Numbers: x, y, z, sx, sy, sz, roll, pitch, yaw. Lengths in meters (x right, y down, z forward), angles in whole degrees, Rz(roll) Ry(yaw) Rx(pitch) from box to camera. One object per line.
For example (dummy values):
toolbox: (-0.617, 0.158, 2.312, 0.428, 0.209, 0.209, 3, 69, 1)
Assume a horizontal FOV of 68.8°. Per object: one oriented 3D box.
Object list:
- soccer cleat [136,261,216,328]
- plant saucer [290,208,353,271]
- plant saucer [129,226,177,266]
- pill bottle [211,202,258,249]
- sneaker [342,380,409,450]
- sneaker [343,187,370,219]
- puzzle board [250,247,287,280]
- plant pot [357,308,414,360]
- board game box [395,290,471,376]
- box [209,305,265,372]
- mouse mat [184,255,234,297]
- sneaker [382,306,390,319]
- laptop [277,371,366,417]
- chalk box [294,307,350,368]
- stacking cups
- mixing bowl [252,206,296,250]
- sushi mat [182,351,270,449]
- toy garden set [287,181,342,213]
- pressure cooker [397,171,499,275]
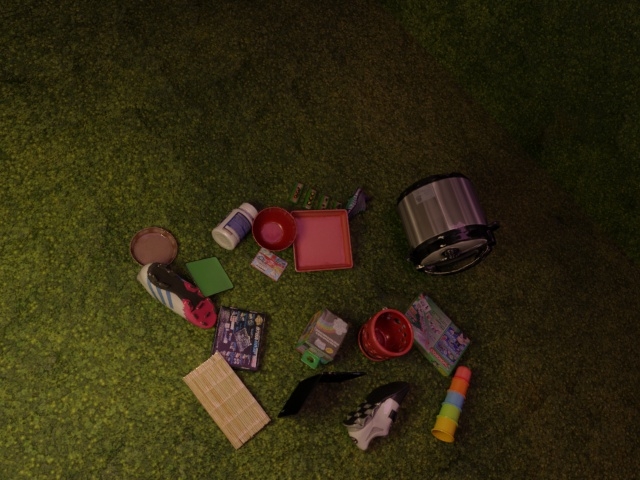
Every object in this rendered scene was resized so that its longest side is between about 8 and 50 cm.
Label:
soccer cleat: (-0.517, 0.199, 1.694, 0.331, 0.143, 0.116, 49, 48, -24)
plant saucer: (0.000, 0.000, 2.005, 0.259, 0.048, 0.258, -3, 83, -19)
plant saucer: (-0.629, 0.032, 1.761, 0.169, 0.029, 0.168, 10, 64, -20)
pill bottle: (-0.338, -0.062, 1.884, 0.112, 0.112, 0.186, 39, 58, -3)
sneaker: (0.234, 0.673, 1.808, 0.331, 0.122, 0.146, -28, 98, -32)
sneaker: (0.167, -0.145, 2.165, 0.098, 0.083, 0.223, 36, 57, -11)
puzzle board: (-0.209, 0.096, 1.927, 0.128, 0.011, 0.096, 34, 58, -6)
plant pot: (0.255, 0.389, 1.899, 0.191, 0.174, 0.191, 9, 64, -20)
board game box: (0.499, 0.410, 2.073, 0.317, 0.046, 0.213, 47, 58, 2)
box: (-0.307, 0.365, 1.735, 0.175, 0.051, 0.220, 14, 62, -18)
mouse mat: (-0.416, 0.134, 1.762, 0.152, 0.007, 0.190, 57, 24, 9)
sneaker: (0.279, 0.328, 2.022, 0.037, 0.032, 0.083, -5, 69, -26)
laptop: (0.003, 0.554, 1.676, 0.265, 0.234, 0.136, 7, 66, -21)
chalk box: (-0.004, 0.393, 1.810, 0.132, 0.132, 0.213, 36, 59, -6)
stacking cups: (0.551, 0.671, 1.955, 0.096, 0.096, 0.316, 35, 55, -6)
mixing bowl: (-0.196, -0.039, 1.931, 0.182, 0.098, 0.181, 2, 80, -13)
sushi mat: (-0.323, 0.555, 1.626, 0.151, 0.019, 0.316, -38, 92, -25)
toy garden set: (-0.026, -0.137, 2.092, 0.244, 0.049, 0.203, 25, 59, -12)
pressure cooker: (0.564, -0.050, 2.125, 0.376, 0.370, 0.420, -6, 66, -22)
